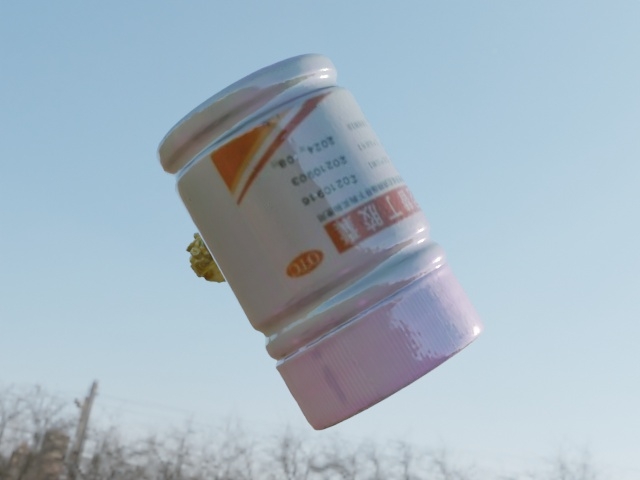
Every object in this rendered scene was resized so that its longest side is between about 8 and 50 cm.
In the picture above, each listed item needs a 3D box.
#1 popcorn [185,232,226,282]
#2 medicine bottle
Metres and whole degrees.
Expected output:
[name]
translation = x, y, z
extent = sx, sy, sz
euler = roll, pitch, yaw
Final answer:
[popcorn]
translation = -0.120, 0.013, 1.191
extent = 0.082, 0.057, 0.083
euler = -7, -36, -14
[medicine bottle]
translation = 0.000, 0.000, 0.970
extent = 0.202, 0.315, 0.202
euler = -30, -3, -2
